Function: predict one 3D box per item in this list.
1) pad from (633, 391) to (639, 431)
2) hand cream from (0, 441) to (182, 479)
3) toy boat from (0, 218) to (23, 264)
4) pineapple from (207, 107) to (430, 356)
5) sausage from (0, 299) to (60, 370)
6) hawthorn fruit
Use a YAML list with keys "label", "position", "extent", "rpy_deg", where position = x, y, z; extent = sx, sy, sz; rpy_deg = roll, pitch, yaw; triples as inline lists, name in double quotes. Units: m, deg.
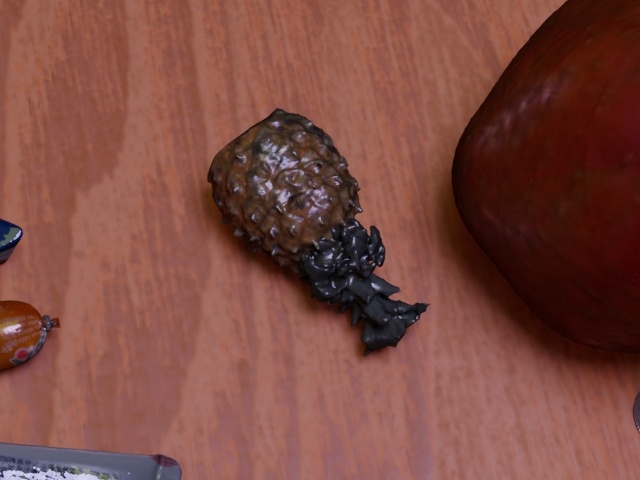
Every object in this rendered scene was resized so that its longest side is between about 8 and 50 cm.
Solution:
- label: "pad"
  position: [0.371, 0.188, 0.923]
  extent: [0.176, 0.002, 0.266]
  rpy_deg: [-28, 70, -18]
- label: "hand cream"
  position: [-0.270, 0.183, 0.836]
  extent: [0.341, 0.078, 0.124]
  rpy_deg: [11, 62, -9]
- label: "toy boat"
  position: [-0.336, 0.006, 0.918]
  extent: [0.229, 0.046, 0.080]
  rpy_deg: [-3, 63, -7]
- label: "pineapple"
  position: [0.000, 0.000, 0.931]
  extent: [0.108, 0.108, 0.197]
  rpy_deg: [-33, 81, -19]
- label: "sausage"
  position: [-0.357, 0.097, 0.866]
  extent: [0.348, 0.053, 0.053]
  rpy_deg: [-12, 66, -12]
- label: "hawthorn fruit"
  position: [0.245, -0.050, 0.877]
  extent: [0.295, 0.295, 0.311]
  rpy_deg: [10, 21, -1]
